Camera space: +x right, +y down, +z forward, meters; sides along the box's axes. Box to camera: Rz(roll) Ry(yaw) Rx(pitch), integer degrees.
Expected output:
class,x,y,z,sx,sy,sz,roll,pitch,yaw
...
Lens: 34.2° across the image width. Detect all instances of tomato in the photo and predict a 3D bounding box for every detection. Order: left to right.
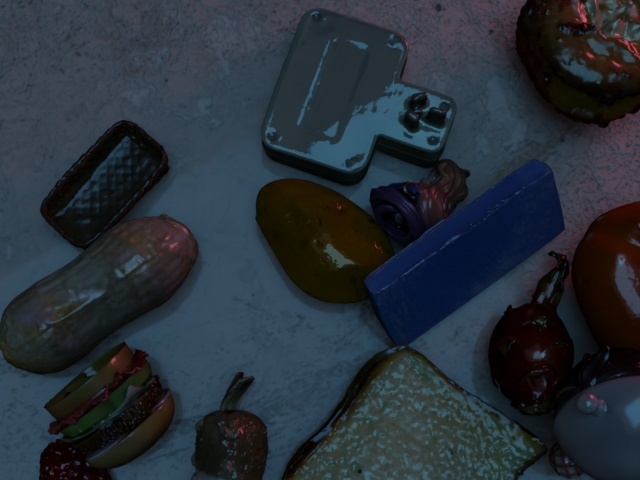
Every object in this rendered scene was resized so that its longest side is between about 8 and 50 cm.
class,x,y,z,sx,sy,sz,roll,pitch,yaw
tomato,0.479,0.059,1.464,0.260,0.180,0.259,1,78,-4

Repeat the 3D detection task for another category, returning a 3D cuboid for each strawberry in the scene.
class,x,y,z,sx,sy,sz,roll,pitch,yaw
strawberry,-0.336,0.363,1.419,0.121,0.082,0.188,-26,85,-4

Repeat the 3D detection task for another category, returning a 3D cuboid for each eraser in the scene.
class,x,y,z,sx,sy,sz,roll,pitch,yaw
eraser,0.208,0.020,1.481,0.312,0.144,0.042,-35,47,-8

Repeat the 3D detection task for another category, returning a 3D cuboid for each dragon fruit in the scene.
class,x,y,z,sx,sy,sz,roll,pitch,yaw
dragon fruit,0.311,0.127,1.476,0.125,0.125,0.246,15,75,20

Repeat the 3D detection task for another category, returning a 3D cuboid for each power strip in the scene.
class,x,y,z,sx,sy,sz,roll,pitch,yaw
power strip,0.065,-0.199,1.515,0.261,0.141,0.229,19,80,4

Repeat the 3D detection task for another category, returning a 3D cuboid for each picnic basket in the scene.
class,x,y,z,sx,sy,sz,roll,pitch,yaw
picnic basket,-0.310,-0.078,1.511,0.110,0.055,0.193,40,81,12

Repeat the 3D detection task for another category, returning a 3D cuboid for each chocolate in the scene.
class,x,y,z,sx,sy,sz,roll,pitch,yaw
chocolate,-0.309,0.072,1.446,0.309,0.134,0.134,-34,83,-9

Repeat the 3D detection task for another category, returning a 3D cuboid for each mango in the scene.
class,x,y,z,sx,sy,sz,roll,pitch,yaw
mango,0.000,0.000,1.486,0.227,0.109,0.147,36,82,5

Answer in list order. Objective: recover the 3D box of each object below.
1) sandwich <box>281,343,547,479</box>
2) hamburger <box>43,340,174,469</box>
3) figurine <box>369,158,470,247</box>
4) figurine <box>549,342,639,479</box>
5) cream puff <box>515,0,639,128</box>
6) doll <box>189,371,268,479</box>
class,x,y,z,sx,sy,sz,roll,pitch,yaw
sandwich,0.113,0.321,1.423,0.271,0.099,0.301,36,73,14
hamburger,-0.278,0.232,1.411,0.175,0.175,0.137,-38,99,-9
figurine,0.157,-0.050,1.505,0.157,0.126,0.114,-22,51,-19
figurine,0.442,0.278,1.381,0.281,0.167,0.370,-31,118,27
cream puff,0.402,-0.281,1.534,0.240,0.164,0.240,4,67,-10
doll,-0.128,0.291,1.428,0.115,0.105,0.221,13,76,-38
